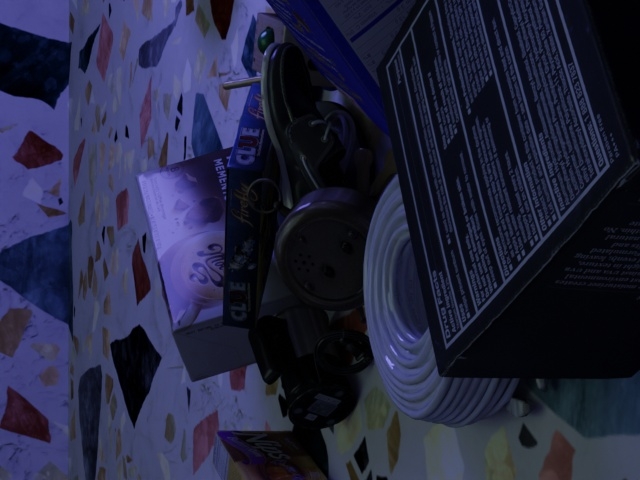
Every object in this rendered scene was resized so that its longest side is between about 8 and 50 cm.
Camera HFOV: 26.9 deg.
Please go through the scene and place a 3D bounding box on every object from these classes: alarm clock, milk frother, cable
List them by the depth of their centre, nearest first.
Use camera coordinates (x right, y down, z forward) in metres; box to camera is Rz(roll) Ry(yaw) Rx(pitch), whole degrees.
[{"bbox_3d":[0.117,0.051,1.288,0.257,0.089,0.257,149,119,-66],"label":"cable"},{"bbox_3d":[0.000,0.000,1.436,0.129,0.192,0.064,-53,0,25],"label":"alarm clock"},{"bbox_3d":[0.000,0.128,1.612,0.143,0.129,0.134,-32,47,13],"label":"milk frother"}]

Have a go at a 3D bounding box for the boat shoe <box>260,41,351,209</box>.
[{"bbox_3d":[-0.007,-0.108,1.480,0.079,0.084,0.233,-10,96,32],"label":"boat shoe"}]

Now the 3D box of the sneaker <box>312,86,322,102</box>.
[{"bbox_3d":[-0.057,-0.164,1.755,0.082,0.069,0.209,55,131,56],"label":"sneaker"}]

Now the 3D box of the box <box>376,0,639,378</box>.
[{"bbox_3d":[0.191,-0.092,0.970,0.294,0.183,0.296,124,143,-53],"label":"box"}]

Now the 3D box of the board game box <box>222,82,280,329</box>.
[{"bbox_3d":[-0.079,-0.039,1.575,0.165,0.042,0.243,-78,-5,-49],"label":"board game box"}]

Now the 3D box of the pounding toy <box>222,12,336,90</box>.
[{"bbox_3d":[-0.030,-0.217,1.613,0.130,0.141,0.100,-141,54,-64],"label":"pounding toy"}]

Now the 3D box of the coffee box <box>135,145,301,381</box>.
[{"bbox_3d":[-0.134,0.023,1.804,0.119,0.168,0.297,77,176,-48],"label":"coffee box"}]

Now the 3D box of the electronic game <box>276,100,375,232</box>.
[{"bbox_3d":[0.002,-0.057,1.650,0.229,0.048,0.229,3,94,61],"label":"electronic game"}]

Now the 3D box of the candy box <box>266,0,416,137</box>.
[{"bbox_3d":[0.003,-0.269,1.316,0.317,0.122,0.268,52,179,-32],"label":"candy box"}]

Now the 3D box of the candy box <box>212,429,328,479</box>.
[{"bbox_3d":[-0.065,0.300,1.720,0.187,0.109,0.053,-138,53,-67],"label":"candy box"}]

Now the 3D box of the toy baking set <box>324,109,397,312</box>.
[{"bbox_3d":[0.030,-0.038,1.537,0.256,0.030,0.196,35,115,42],"label":"toy baking set"}]
